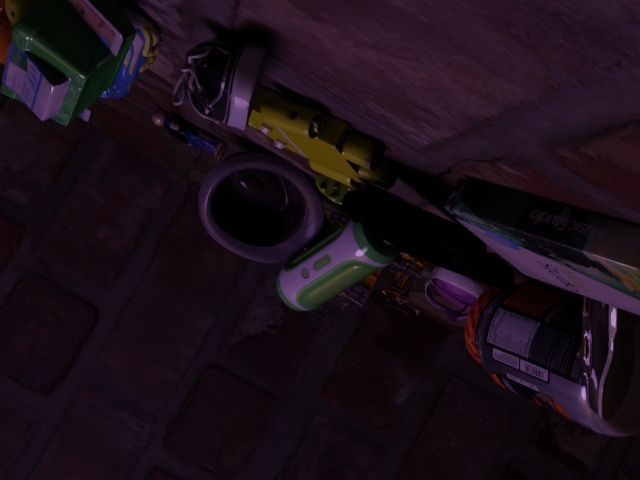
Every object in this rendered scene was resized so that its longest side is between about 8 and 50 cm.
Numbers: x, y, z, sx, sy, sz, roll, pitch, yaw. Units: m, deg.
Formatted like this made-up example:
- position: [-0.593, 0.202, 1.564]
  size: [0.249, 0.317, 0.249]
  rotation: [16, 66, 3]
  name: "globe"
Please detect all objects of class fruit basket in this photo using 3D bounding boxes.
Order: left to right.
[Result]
- position: [-0.440, -0.329, 1.330]
  size: [0.353, 0.165, 0.327]
  rotation: [38, 154, -10]
  name: "fruit basket"

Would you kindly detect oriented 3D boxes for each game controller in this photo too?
- position: [0.178, 0.003, 1.534]
  size: [0.319, 0.067, 0.166]
  rotation: [19, -155, -38]
  name: "game controller"

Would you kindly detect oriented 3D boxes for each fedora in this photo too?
- position: [-0.134, -0.092, 2.070]
  size: [0.275, 0.243, 0.124]
  rotation: [29, -156, -25]
  name: "fedora"

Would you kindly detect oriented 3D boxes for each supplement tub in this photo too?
- position: [0.418, 0.190, 1.660]
  size: [0.207, 0.207, 0.338]
  rotation: [33, 174, -31]
  name: "supplement tub"

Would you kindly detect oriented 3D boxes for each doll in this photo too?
- position: [-0.308, -0.246, 2.218]
  size: [0.189, 0.046, 0.129]
  rotation: [28, 173, 8]
  name: "doll"

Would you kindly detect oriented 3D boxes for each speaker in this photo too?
- position: [0.035, 0.046, 2.007]
  size: [0.131, 0.131, 0.296]
  rotation: [32, 138, -24]
  name: "speaker"

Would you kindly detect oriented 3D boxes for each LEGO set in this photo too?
- position: [0.085, 0.069, 2.307]
  size: [0.331, 0.192, 0.255]
  rotation: [23, 171, 46]
  name: "LEGO set"

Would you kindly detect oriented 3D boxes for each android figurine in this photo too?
- position: [-0.014, -0.159, 1.489]
  size: [0.273, 0.056, 0.248]
  rotation: [25, 173, 23]
  name: "android figurine"

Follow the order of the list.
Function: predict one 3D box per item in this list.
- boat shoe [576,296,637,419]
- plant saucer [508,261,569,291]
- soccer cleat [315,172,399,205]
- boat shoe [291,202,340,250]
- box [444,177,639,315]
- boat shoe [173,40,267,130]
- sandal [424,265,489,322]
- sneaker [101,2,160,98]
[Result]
- position: [0.423, 0.157, 1.431]
  size: [0.081, 0.227, 0.069]
  rotation: [-18, -153, -40]
  name: "boat shoe"
- position: [0.355, 0.039, 1.543]
  size: [0.168, 0.029, 0.168]
  rotation: [29, 175, 3]
  name: "plant saucer"
- position: [0.073, -0.078, 1.759]
  size: [0.179, 0.060, 0.072]
  rotation: [24, 175, 18]
  name: "soccer cleat"
- position: [0.000, 0.000, 2.156]
  size: [0.095, 0.254, 0.079]
  rotation: [-13, -175, -43]
  name: "boat shoe"
- position: [0.348, 0.022, 1.271]
  size: [0.232, 0.058, 0.322]
  rotation: [34, 171, -40]
  name: "box"
- position: [-0.139, -0.217, 1.295]
  size: [0.105, 0.113, 0.306]
  rotation: [16, -174, -11]
  name: "boat shoe"
- position: [0.310, 0.135, 2.235]
  size: [0.169, 0.102, 0.416]
  rotation: [28, 174, 17]
  name: "sandal"
- position: [-0.312, -0.282, 1.492]
  size: [0.091, 0.126, 0.240]
  rotation: [29, 175, 2]
  name: "sneaker"
